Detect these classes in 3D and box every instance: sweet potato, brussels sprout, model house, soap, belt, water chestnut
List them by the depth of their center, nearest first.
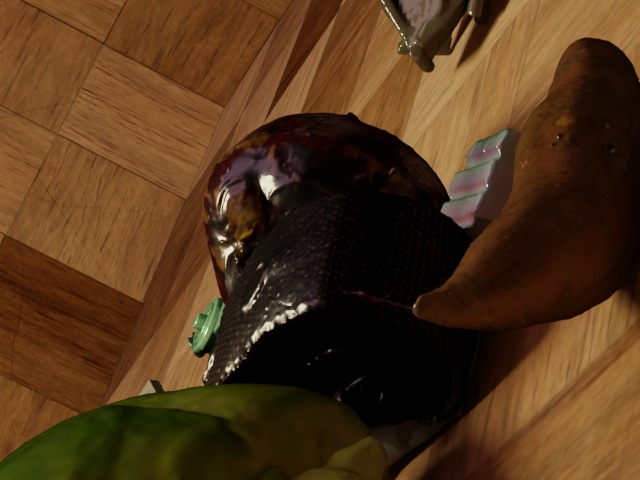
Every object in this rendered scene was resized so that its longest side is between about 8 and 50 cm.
[{"bbox_3d":[0.164,-0.029,1.112,0.354,0.106,0.095,-55,-12,-50],"label":"sweet potato"},{"bbox_3d":[-0.097,0.257,1.169,0.371,0.315,0.275,-93,-5,-64],"label":"brussels sprout"},{"bbox_3d":[0.014,0.077,1.341,0.289,0.184,0.164,-51,24,48],"label":"belt"},{"bbox_3d":[0.134,-0.027,1.343,0.149,0.056,0.100,162,131,-83],"label":"soap"},{"bbox_3d":[0.000,0.000,1.515,0.223,0.224,0.238,-59,-11,21],"label":"water chestnut"},{"bbox_3d":[0.134,-0.276,1.886,0.229,0.122,0.188,-16,-59,-84],"label":"model house"}]

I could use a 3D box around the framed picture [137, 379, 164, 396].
[{"bbox_3d":[-0.182,0.279,1.944,0.150,0.015,0.203,-54,50,28],"label":"framed picture"}]

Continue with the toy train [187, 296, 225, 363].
[{"bbox_3d":[-0.048,0.031,1.979,0.202,0.120,0.301,-50,16,43],"label":"toy train"}]
